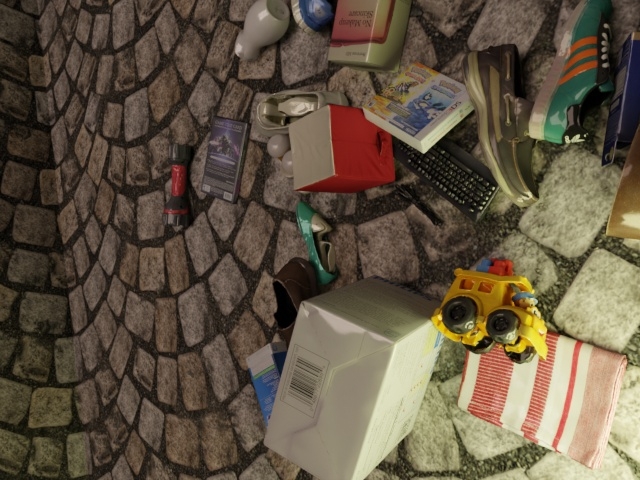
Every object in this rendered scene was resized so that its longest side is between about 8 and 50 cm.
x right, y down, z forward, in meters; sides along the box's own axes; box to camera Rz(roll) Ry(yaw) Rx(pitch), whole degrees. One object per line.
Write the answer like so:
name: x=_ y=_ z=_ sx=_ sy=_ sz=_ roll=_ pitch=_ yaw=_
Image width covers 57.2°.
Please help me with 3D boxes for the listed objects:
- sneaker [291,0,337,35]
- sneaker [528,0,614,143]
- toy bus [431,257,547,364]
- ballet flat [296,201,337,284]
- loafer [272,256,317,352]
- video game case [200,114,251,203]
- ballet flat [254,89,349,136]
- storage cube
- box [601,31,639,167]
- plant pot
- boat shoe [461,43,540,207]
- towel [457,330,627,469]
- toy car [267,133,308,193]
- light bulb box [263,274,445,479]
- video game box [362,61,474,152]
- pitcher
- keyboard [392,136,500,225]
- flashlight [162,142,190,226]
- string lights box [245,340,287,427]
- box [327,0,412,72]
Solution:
sneaker: x=-0.012 y=-0.755 z=1.663 sx=0.147 sy=0.130 sz=0.330 roll=-17 pitch=81 yaw=29
sneaker: x=0.511 y=-0.323 z=1.120 sx=0.121 sy=0.108 sz=0.302 roll=22 pitch=91 yaw=35
toy bus: x=0.377 y=0.131 z=1.233 sx=0.220 sy=0.149 sz=0.211 roll=9 pitch=64 yaw=42
ballet flat: x=0.000 y=0.000 z=1.654 sx=0.087 sy=0.083 sz=0.247 roll=-18 pitch=82 yaw=35
loafer: x=-0.079 y=0.232 z=1.649 sx=0.134 sy=0.130 sz=0.366 roll=8 pitch=112 yaw=45
video game case: x=-0.328 y=-0.280 z=2.015 sx=0.196 sy=0.026 sz=0.274 roll=22 pitch=104 yaw=42
ballet flat: x=-0.095 y=-0.382 z=1.713 sx=0.400 sy=0.139 sz=0.139 roll=6 pitch=94 yaw=45
storage cube: x=0.052 y=-0.228 z=1.504 sx=0.215 sy=0.193 sz=0.184 roll=-12 pitch=81 yaw=54
box: x=0.554 y=-0.247 z=1.072 sx=0.036 sy=0.136 sz=0.225 roll=9 pitch=96 yaw=17
plant pot: x=0.626 y=-0.079 z=0.969 sx=0.230 sy=0.215 sz=0.215 roll=19 pitch=103 yaw=29
boat shoe: x=0.401 y=-0.248 z=1.223 sx=0.130 sy=0.132 sz=0.355 roll=-19 pitch=84 yaw=33
towel: x=0.447 y=0.302 z=1.237 sx=0.329 sy=0.037 sz=0.237 roll=15 pitch=99 yaw=44
toy car: x=-0.054 y=-0.236 z=1.682 sx=0.136 sy=0.159 sz=0.182 roll=-38 pitch=56 yaw=-4
light bulb box: x=0.097 y=0.298 z=1.325 sx=0.225 sy=0.361 sz=0.358 roll=23 pitch=106 yaw=26
video game box: x=0.234 y=-0.317 z=1.377 sx=0.187 sy=0.048 sz=0.205 roll=-40 pitch=52 yaw=-12
pitcher: x=-0.180 y=-0.680 z=1.821 sx=0.207 sy=0.125 sz=0.178 roll=-27 pitch=55 yaw=53
keyboard: x=0.274 y=-0.140 z=1.399 sx=0.317 sy=0.033 sz=0.201 roll=48 pitch=126 yaw=40
flashlight: x=-0.526 y=-0.202 z=2.152 sx=0.103 sy=0.103 sz=0.304 roll=6 pitch=94 yaw=45
string lights box: x=-0.126 y=0.450 z=1.768 sx=0.133 sy=0.077 sz=0.260 roll=-37 pitch=65 yaw=38
box: x=0.128 y=-0.559 z=1.499 sx=0.148 sy=0.127 sz=0.232 roll=19 pitch=102 yaw=43
